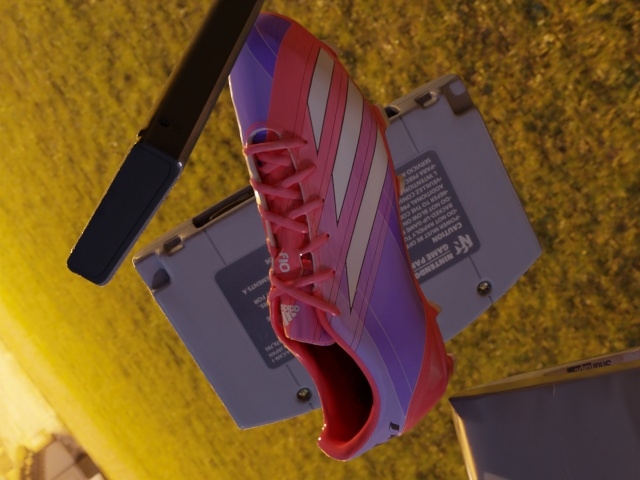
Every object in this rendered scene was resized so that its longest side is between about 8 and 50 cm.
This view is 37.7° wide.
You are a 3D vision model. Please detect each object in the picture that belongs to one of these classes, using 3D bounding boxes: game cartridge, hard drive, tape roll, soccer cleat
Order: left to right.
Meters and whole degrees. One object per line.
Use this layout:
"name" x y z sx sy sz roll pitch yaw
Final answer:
"hard drive" -0.066 -0.055 0.422 0.022 0.135 0.094 29 136 -13
"soccer cleat" 0.000 0.000 0.511 0.083 0.095 0.248 -4 113 48
"game cartridge" 0.024 0.020 0.770 0.198 0.297 0.062 62 176 -24
"tape roll" 0.183 0.094 0.505 0.219 0.219 0.072 141 117 -73
